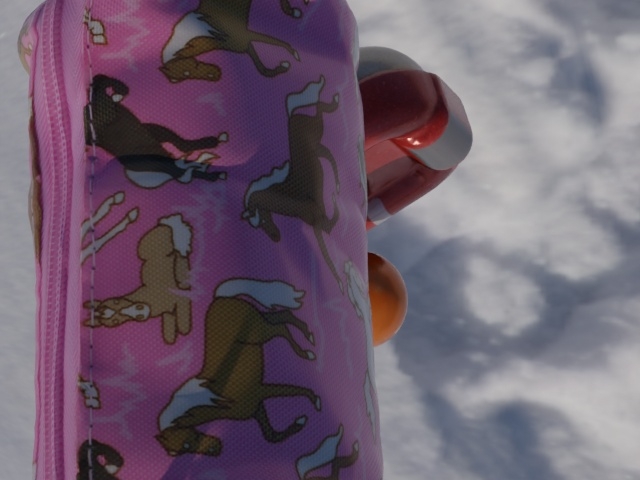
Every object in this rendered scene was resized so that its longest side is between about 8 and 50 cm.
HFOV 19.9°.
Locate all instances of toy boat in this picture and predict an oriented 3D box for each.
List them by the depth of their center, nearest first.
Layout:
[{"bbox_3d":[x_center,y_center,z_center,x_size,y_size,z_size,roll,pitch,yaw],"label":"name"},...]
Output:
[{"bbox_3d":[0.000,0.000,1.111,0.231,0.151,0.151,-33,68,12],"label":"toy boat"}]

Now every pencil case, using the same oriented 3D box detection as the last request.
[{"bbox_3d":[-0.052,0.061,0.773,0.160,0.167,0.386,-3,66,3],"label":"pencil case"}]
